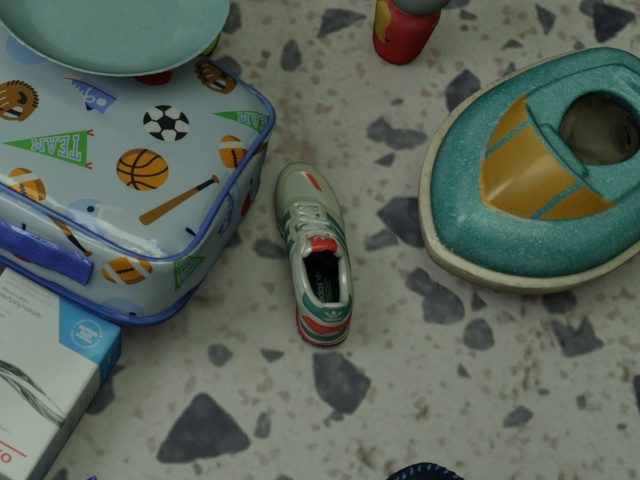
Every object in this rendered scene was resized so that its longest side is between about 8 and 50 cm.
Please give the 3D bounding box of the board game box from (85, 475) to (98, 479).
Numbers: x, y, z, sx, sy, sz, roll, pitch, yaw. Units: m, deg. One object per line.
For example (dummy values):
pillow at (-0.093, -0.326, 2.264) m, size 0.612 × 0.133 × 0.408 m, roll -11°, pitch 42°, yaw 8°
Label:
board game box at (-0.176, 0.299, 1.120) m, size 0.160 × 0.047 × 0.210 m, roll -28°, pitch 73°, yaw -20°

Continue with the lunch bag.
lunch bag at (-0.204, -0.076, 1.229) m, size 0.303 × 0.115 × 0.243 m, roll 26°, pitch 51°, yaw 4°

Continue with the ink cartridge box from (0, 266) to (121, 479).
ink cartridge box at (-0.238, 0.124, 1.183) m, size 0.104 × 0.060 × 0.180 m, roll 28°, pitch 65°, yaw 4°

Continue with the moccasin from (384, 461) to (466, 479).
moccasin at (0.169, 0.293, 1.139) m, size 0.137 × 0.117 × 0.342 m, roll -37°, pitch 76°, yaw -22°

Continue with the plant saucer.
plant saucer at (-0.169, -0.192, 1.228) m, size 0.195 × 0.037 × 0.195 m, roll 8°, pitch 54°, yaw -11°

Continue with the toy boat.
toy boat at (0.156, -0.110, 1.304) m, size 0.267 × 0.148 × 0.318 m, roll -36°, pitch 76°, yaw -22°

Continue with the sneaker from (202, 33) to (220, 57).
sneaker at (-0.109, -0.263, 1.359) m, size 0.084 × 0.097 × 0.235 m, roll 0°, pitch 66°, yaw -9°

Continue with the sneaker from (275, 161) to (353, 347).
sneaker at (0.000, 0.000, 1.268) m, size 0.057 × 0.075 × 0.161 m, roll -4°, pitch 67°, yaw -11°
